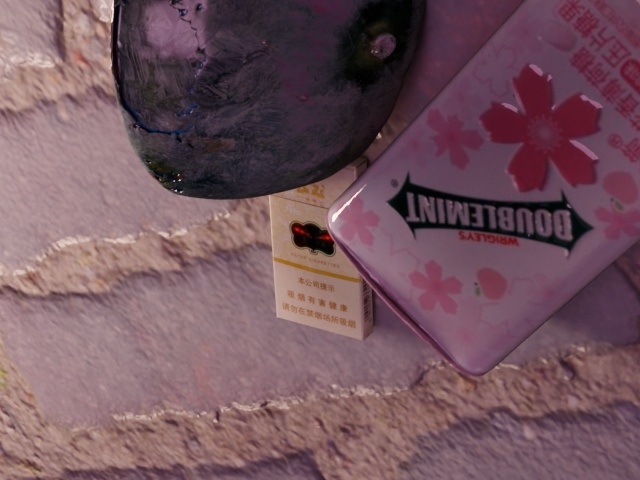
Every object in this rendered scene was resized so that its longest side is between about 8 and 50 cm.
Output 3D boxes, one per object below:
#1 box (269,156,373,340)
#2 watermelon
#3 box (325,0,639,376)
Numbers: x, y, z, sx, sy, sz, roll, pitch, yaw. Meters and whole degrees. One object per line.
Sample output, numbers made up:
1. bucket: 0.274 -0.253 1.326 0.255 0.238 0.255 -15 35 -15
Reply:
1. box: 0.000 0.000 1.643 0.090 0.024 0.166 14 123 29
2. watermelon: -0.036 -0.145 1.470 0.175 0.188 0.321 15 123 25
3. box: 0.174 -0.069 1.427 0.190 0.112 0.369 44 133 3
